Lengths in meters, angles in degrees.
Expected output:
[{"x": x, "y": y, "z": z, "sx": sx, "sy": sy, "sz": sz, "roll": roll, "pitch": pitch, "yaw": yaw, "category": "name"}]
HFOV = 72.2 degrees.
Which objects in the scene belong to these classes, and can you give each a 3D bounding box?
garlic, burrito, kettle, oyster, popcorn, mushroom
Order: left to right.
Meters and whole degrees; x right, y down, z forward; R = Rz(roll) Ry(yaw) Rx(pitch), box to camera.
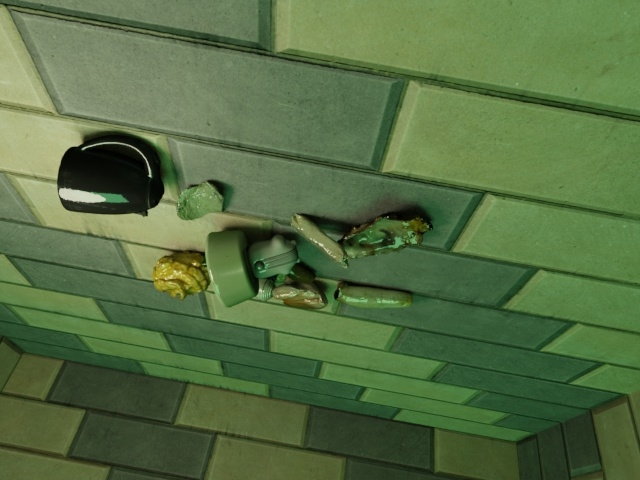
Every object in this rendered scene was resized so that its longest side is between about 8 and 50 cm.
[{"x": -0.651, "y": -0.205, "z": 1.407, "sx": 0.290, "sy": 0.207, "sz": 0.268, "roll": 8, "pitch": 117, "yaw": -6, "category": "kettle"}, {"x": -0.577, "y": 0.143, "z": 1.835, "sx": 0.250, "sy": 0.250, "sz": 0.190, "roll": -7, "pitch": 103, "yaw": 23, "category": "popcorn"}, {"x": -0.070, "y": 0.240, "z": 1.936, "sx": 0.228, "sy": 0.110, "sz": 0.217, "roll": 3, "pitch": 155, "yaw": 21, "category": "garlic"}, {"x": 0.000, "y": 0.000, "z": 1.520, "sx": 0.275, "sy": 0.059, "sz": 0.082, "roll": 38, "pitch": 157, "yaw": 30, "category": "burrito"}, {"x": 0.222, "y": 0.246, "z": 1.885, "sx": 0.333, "sy": 0.087, "sz": 0.107, "roll": 7, "pitch": 144, "yaw": 0, "category": "mushroom"}, {"x": 0.200, "y": -0.015, "z": 1.520, "sx": 0.221, "sy": 0.096, "sz": 0.361, "roll": 28, "pitch": 142, "yaw": -30, "category": "oyster"}]

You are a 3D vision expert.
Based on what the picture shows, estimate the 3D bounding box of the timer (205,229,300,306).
[{"x": -0.236, "y": 0.075, "z": 1.650, "sx": 0.315, "sy": 0.290, "sz": 0.290, "roll": -14, "pitch": 142, "yaw": -1, "category": "timer"}]

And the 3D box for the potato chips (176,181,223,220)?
[{"x": -0.412, "y": -0.129, "z": 1.550, "sx": 0.228, "sy": 0.059, "sz": 0.167, "roll": -17, "pitch": 143, "yaw": 26, "category": "potato chips"}]

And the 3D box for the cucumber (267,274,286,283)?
[{"x": -0.212, "y": 0.138, "z": 1.821, "sx": 0.058, "sy": 0.058, "sz": 0.187, "roll": 38, "pitch": 160, "yaw": -33, "category": "cucumber"}]

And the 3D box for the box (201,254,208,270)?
[{"x": -0.403, "y": 0.108, "z": 1.810, "sx": 0.034, "sy": 0.132, "sz": 0.235, "roll": -4, "pitch": 141, "yaw": 17, "category": "box"}]

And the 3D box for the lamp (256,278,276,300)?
[{"x": -0.289, "y": 0.208, "z": 1.952, "sx": 0.193, "sy": 0.106, "sz": 0.106, "roll": 10, "pitch": 145, "yaw": 15, "category": "lamp"}]

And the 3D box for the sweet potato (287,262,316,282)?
[{"x": -0.124, "y": 0.115, "z": 1.797, "sx": 0.244, "sy": 0.077, "sz": 0.077, "roll": 31, "pitch": 140, "yaw": -28, "category": "sweet potato"}]
